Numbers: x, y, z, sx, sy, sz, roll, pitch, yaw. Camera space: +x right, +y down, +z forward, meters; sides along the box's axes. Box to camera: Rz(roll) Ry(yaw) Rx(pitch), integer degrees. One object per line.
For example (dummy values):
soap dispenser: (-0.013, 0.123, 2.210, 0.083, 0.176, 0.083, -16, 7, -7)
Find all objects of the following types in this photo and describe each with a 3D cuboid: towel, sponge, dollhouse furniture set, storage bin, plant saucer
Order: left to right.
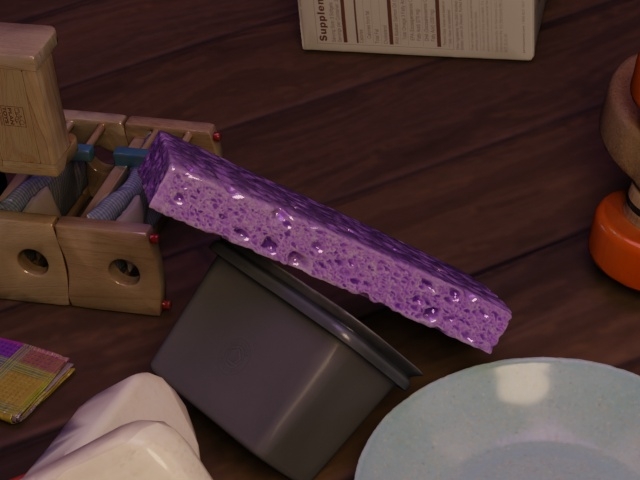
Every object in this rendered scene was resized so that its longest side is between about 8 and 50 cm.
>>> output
towel: (-0.196, 0.081, 1.034, 0.083, 0.009, 0.060, 14, 41, 26)
dollhouse furniture set: (-0.145, -0.068, 1.081, 0.128, 0.184, 0.129, 6, 38, 16)
storage bin: (-0.024, 0.070, 0.964, 0.135, 0.098, 0.091, 34, 85, 41)
sponge: (0.000, 0.000, 0.975, 0.210, 0.031, 0.117, 25, 6, -14)
plant saucer: (0.115, 0.136, 0.891, 0.194, 0.037, 0.195, -5, 37, 3)

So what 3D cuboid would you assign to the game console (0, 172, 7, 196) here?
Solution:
game console: (-0.391, -0.002, 1.149, 0.361, 0.044, 0.213, -18, 38, -17)

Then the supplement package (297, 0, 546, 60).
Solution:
supplement package: (0.079, -0.209, 1.306, 0.179, 0.105, 0.105, 5, 38, 14)

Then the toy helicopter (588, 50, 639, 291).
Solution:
toy helicopter: (0.348, -0.045, 1.060, 0.355, 0.140, 0.235, 17, 32, 13)

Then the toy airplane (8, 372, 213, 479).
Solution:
toy airplane: (-0.018, 0.238, 0.559, 0.386, 0.272, 0.384, 15, 32, -42)
